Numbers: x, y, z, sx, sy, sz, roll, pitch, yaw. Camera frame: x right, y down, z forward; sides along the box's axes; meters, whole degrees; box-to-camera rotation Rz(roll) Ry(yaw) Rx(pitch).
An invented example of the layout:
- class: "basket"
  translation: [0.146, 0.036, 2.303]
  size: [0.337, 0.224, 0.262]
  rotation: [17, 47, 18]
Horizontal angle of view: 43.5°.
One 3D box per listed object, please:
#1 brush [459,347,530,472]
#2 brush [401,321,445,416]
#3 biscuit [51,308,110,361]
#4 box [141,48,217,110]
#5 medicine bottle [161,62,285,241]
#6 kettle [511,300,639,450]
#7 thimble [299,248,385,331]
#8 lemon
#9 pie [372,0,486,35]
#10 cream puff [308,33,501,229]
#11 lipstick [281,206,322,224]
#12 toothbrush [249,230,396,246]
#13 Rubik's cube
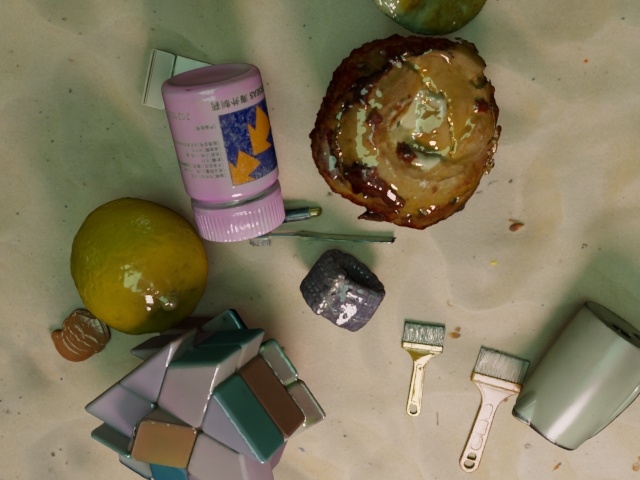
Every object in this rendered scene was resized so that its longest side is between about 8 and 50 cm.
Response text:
- class: "brush"
  translation: [0.334, 0.352, 1.620]
  size: [0.103, 0.013, 0.272]
  rotation: [16, 105, 3]
- class: "brush"
  translation: [0.198, 0.264, 1.616]
  size: [0.083, 0.011, 0.205]
  rotation: [7, 105, 4]
- class: "biscuit"
  translation: [-0.500, 0.199, 1.677]
  size: [0.130, 0.019, 0.102]
  rotation: [-37, 98, 13]
- class: "box"
  translation: [-0.234, -0.286, 1.524]
  size: [0.199, 0.029, 0.109]
  rotation: [15, 105, 2]
- class: "medicine bottle"
  translation: [-0.170, -0.159, 1.448]
  size: [0.178, 0.178, 0.290]
  rotation: [-7, 114, 8]
- class: "kettle"
  translation: [0.514, 0.271, 1.514]
  size: [0.240, 0.165, 0.255]
  rotation: [23, 108, -29]
- class: "thimble"
  translation: [0.043, 0.093, 1.524]
  size: [0.150, 0.150, 0.097]
  rotation: [34, 108, -2]
- class: "lemon"
  translation: [-0.340, 0.044, 1.493]
  size: [0.245, 0.320, 0.245]
  rotation: [-17, 123, -28]
- class: "pie"
  translation: [0.200, -0.488, 1.329]
  size: [0.071, 0.323, 0.323]
  rotation: [34, 111, 44]
- class: "cream puff"
  translation: [0.138, -0.193, 1.400]
  size: [0.351, 0.229, 0.350]
  rotation: [-4, 103, -17]
- class: "lipstick"
  translation: [-0.054, -0.048, 1.559]
  size: [0.116, 0.037, 0.037]
  rotation: [-7, 103, 4]
- class: "toothbrush"
  translation: [0.000, -0.005, 1.566]
  size: [0.295, 0.026, 0.028]
  rotation: [-1, 122, 7]
- class: "Rubik's cube"
  translation: [-0.199, 0.318, 1.497]
  size: [0.388, 0.358, 0.367]
  rotation: [25, 112, 14]
